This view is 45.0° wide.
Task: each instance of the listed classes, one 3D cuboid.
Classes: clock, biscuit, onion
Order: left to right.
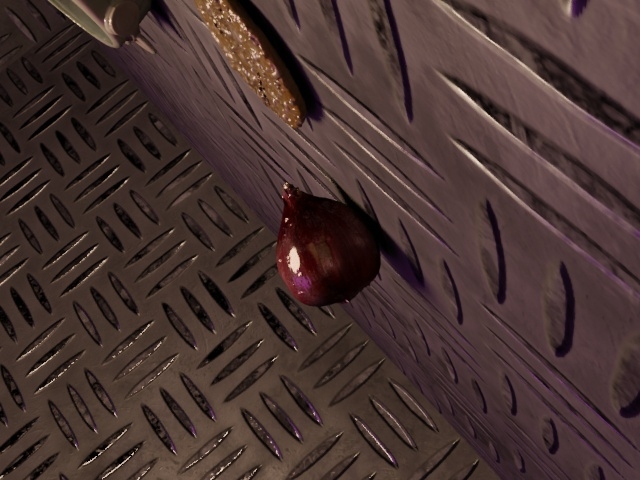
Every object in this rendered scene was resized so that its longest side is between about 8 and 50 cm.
[{"bbox_3d":[-0.402,-0.439,1.285,0.265,0.109,0.324,30,171,48],"label":"clock"},{"bbox_3d":[-0.087,-0.223,0.906,0.220,0.033,0.220,51,174,8],"label":"biscuit"},{"bbox_3d":[0.000,0.000,1.126,0.195,0.159,0.159,63,172,-4],"label":"onion"}]
